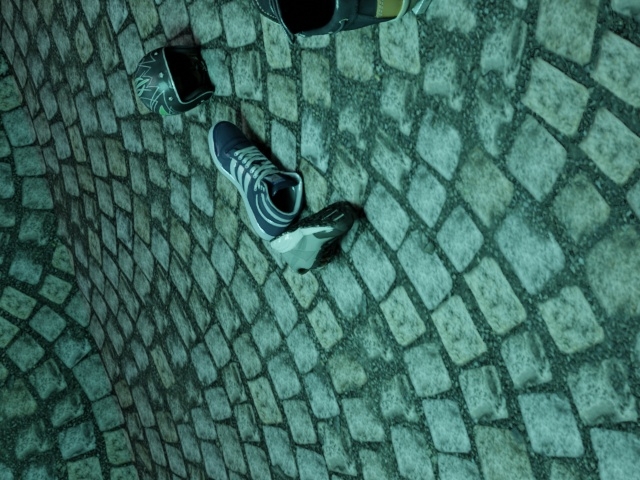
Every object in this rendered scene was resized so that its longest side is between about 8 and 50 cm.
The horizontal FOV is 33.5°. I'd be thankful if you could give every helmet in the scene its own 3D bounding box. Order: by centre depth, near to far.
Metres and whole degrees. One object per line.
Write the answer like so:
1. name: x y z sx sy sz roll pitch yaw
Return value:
1. helmet: -0.337 -0.357 2.380 0.169 0.161 0.169 33 131 47

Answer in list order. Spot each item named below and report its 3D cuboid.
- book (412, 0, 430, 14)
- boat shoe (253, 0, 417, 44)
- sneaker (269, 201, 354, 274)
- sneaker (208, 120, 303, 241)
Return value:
1. book: 0.159 -0.440 1.671 0.096 0.035 0.144 60 149 19
2. boat shoe: -0.021 -0.438 1.824 0.500 0.156 0.186 24 128 60
3. sneaker: 0.000 0.000 2.101 0.108 0.100 0.271 58 152 -3
4. sneaker: -0.130 -0.146 2.213 0.282 0.099 0.153 61 153 5
